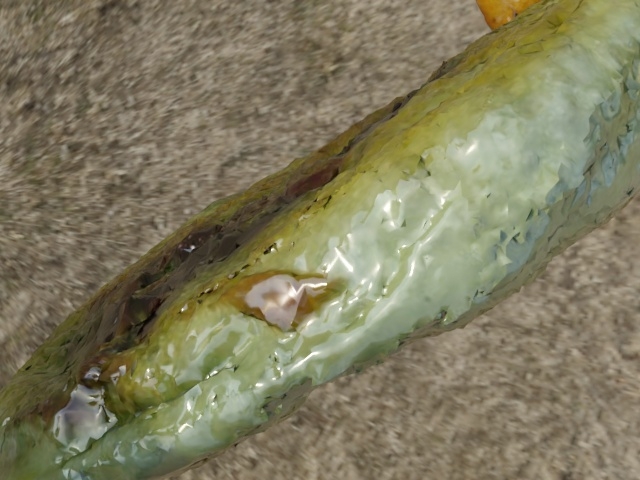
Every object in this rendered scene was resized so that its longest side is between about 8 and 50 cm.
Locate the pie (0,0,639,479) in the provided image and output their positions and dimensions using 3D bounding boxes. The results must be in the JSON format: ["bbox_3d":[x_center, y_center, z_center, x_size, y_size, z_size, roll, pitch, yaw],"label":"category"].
[{"bbox_3d":[0.000,0.000,0.498,0.323,0.323,0.070,-33,95,-13],"label":"pie"}]

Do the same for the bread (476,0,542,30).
[{"bbox_3d":[0.161,-0.125,0.655,0.149,0.158,0.143,-20,122,16],"label":"bread"}]
